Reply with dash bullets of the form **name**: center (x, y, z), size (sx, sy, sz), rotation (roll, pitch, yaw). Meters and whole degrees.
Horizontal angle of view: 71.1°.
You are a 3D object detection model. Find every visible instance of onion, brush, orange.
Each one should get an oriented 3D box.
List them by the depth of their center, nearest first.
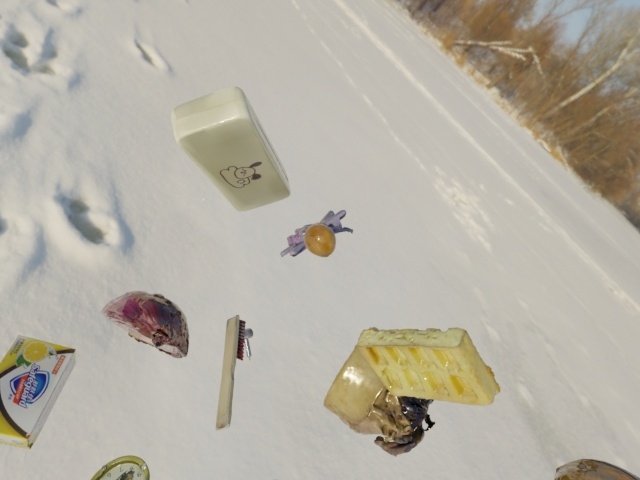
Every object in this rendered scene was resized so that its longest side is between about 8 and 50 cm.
- **orange**: center (0.000, 0.000, 1.063), size (0.085, 0.085, 0.085), rotation (33, 29, -21)
- **onion**: center (-0.403, 0.201, 1.107), size (0.227, 0.284, 0.120), rotation (42, 64, -27)
- **brush**: center (-0.251, 0.368, 1.271), size (0.050, 0.060, 0.320), rotation (33, 42, -38)

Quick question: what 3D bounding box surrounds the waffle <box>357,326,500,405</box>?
- **waffle**: center (0.214, 0.261, 0.933), size (0.057, 0.274, 0.167), rotation (-47, 114, -39)

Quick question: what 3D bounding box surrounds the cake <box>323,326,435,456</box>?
- **cake**: center (0.214, 0.485, 1.419), size (0.321, 0.332, 0.332), rotation (33, 24, 16)

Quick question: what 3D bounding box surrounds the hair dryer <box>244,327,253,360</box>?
- **hair dryer**: center (-0.268, 0.376, 1.606), size (0.063, 0.037, 0.114), rotation (-5, 79, -49)

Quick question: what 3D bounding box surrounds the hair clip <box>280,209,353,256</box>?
- **hair clip**: center (-0.016, -0.027, 1.401), size (0.279, 0.137, 0.090), rotation (-22, 103, -39)

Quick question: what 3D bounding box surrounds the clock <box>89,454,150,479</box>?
- **clock**: center (-0.681, 0.849, 1.507), size (0.237, 0.237, 0.056), rotation (-93, 173, -53)

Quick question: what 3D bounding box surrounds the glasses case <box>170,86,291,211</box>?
- **glasses case**: center (-0.155, -0.156, 0.855), size (0.313, 0.131, 0.070), rotation (63, 11, -68)

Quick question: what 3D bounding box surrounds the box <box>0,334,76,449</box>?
- **box**: center (-0.808, 0.409, 1.222), size (0.169, 0.097, 0.265), rotation (19, 47, -9)

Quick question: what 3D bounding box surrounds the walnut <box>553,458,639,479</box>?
- **walnut**: center (0.460, 0.439, 0.692), size (0.168, 0.167, 0.207), rotation (10, 26, -47)
